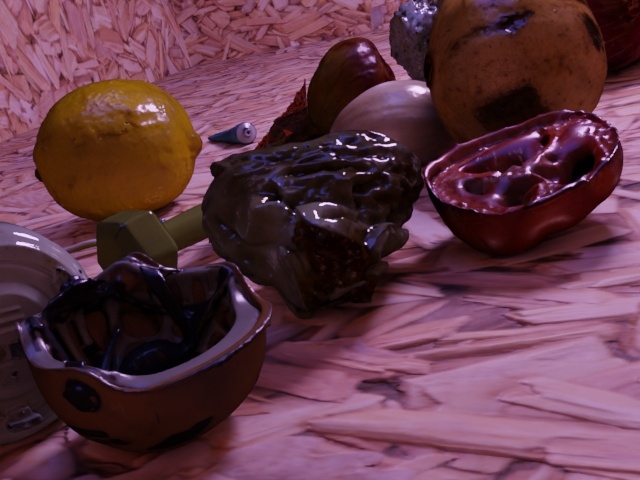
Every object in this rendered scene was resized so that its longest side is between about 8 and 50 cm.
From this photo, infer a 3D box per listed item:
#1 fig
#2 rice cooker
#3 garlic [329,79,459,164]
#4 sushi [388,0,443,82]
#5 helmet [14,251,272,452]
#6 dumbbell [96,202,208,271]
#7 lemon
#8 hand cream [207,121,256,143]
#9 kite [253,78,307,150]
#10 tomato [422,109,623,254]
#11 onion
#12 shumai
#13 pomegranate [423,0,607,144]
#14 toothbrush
[{"bbox_3d":[0.026,-0.265,1.748,0.290,0.190,0.190,-23,9,40],"label":"fig"},{"bbox_3d":[-0.350,0.085,0.903,0.226,0.226,0.244,-29,23,-37],"label":"rice cooker"},{"bbox_3d":[0.116,-0.176,1.485,0.245,0.145,0.164,-10,-14,19],"label":"garlic"},{"bbox_3d":[0.258,-0.442,2.024,0.184,0.274,0.139,-23,46,-14],"label":"sushi"},{"bbox_3d":[-0.144,0.107,0.788,0.224,0.130,0.198,13,35,30],"label":"helmet"},{"bbox_3d":[-0.160,-0.026,1.245,0.108,0.121,0.302,35,46,30],"label":"dumbbell"},{"bbox_3d":[-0.354,-0.158,1.588,0.284,0.260,0.260,-7,19,28],"label":"lemon"},{"bbox_3d":[-0.195,-0.243,2.064,0.083,0.048,0.224,-20,12,-16],"label":"hand cream"},{"bbox_3d":[-0.061,-0.220,1.818,0.125,0.222,0.008,14,32,-54],"label":"kite"},{"bbox_3d":[0.232,-0.054,1.027,0.228,0.101,0.228,-18,23,8],"label":"tomato"},{"bbox_3d":[0.482,-0.483,1.734,0.385,0.348,0.348,1,24,37],"label":"onion"},{"bbox_3d":[0.000,-0.002,0.993,0.256,0.189,0.218,-14,39,2],"label":"shumai"},{"bbox_3d":[0.280,-0.250,1.319,0.281,0.281,0.281,-14,18,4],"label":"pomegranate"},{"bbox_3d":[-0.371,0.013,1.444,0.263,0.026,0.022,-17,-14,-2],"label":"toothbrush"}]
